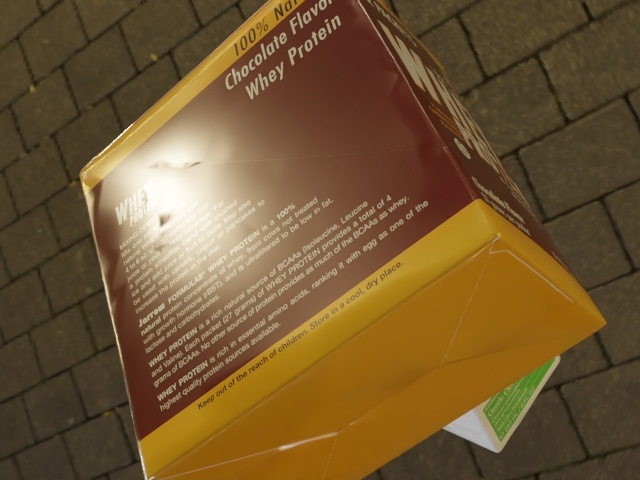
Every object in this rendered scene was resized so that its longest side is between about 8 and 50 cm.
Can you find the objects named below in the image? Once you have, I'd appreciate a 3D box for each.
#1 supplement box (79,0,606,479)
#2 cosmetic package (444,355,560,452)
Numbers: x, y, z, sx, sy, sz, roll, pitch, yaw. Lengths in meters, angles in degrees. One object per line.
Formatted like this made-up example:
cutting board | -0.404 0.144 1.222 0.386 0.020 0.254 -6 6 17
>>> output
supplement box | 0.000 0.000 0.438 0.191 0.129 0.194 -37 53 19
cosmetic package | 0.189 0.110 1.209 0.155 0.365 0.197 17 59 45
